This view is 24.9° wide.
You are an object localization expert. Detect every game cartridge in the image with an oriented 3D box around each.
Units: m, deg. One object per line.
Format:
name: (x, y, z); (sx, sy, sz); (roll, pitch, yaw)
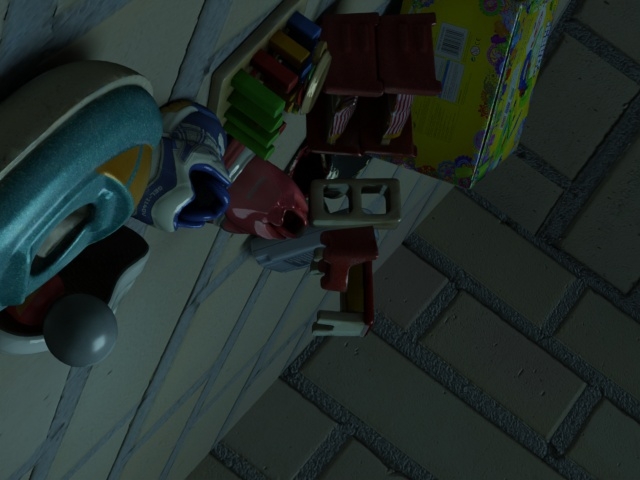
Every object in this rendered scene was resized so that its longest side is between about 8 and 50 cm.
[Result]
game cartridge: (0.000, 0.000, 2.446); (0.196, 0.060, 0.294); (-13, 174, 6)

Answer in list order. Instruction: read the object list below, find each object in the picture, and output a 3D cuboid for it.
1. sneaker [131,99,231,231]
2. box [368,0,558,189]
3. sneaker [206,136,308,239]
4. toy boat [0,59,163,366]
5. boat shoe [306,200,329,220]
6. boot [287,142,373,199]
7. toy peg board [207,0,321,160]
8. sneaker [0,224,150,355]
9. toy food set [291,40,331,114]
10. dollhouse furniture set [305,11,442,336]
sneaker: (-0.146, -0.062, 1.486); (0.112, 0.131, 0.296); (-58, 172, 18)
box: (0.225, -0.266, 2.217); (0.279, 0.177, 0.290); (-34, 141, -63)
sneaker: (-0.078, -0.039, 1.922); (0.116, 0.136, 0.314); (-51, 172, -2)
toy boat: (-0.224, -0.006, 1.227); (0.267, 0.148, 0.318); (-48, 170, -31)
boat shoe: (-0.016, -0.056, 2.429); (0.066, 0.063, 0.184); (-52, 171, -6)
boot: (0.044, -0.160, 2.273); (0.236, 0.085, 0.178); (-57, 168, 16)
toy peg board: (-0.051, -0.181, 1.680); (0.161, 0.079, 0.161); (-49, 171, -24)
sneaker: (-0.267, 0.078, 1.478); (0.123, 0.106, 0.290); (-59, 171, 23)
toy food set: (-0.010, -0.182, 1.662); (0.083, 0.020, 0.083); (108, 6, -64)
dollhouse furniture set: (0.068, -0.081, 1.849); (0.201, 0.152, 0.374); (107, -18, -70)
